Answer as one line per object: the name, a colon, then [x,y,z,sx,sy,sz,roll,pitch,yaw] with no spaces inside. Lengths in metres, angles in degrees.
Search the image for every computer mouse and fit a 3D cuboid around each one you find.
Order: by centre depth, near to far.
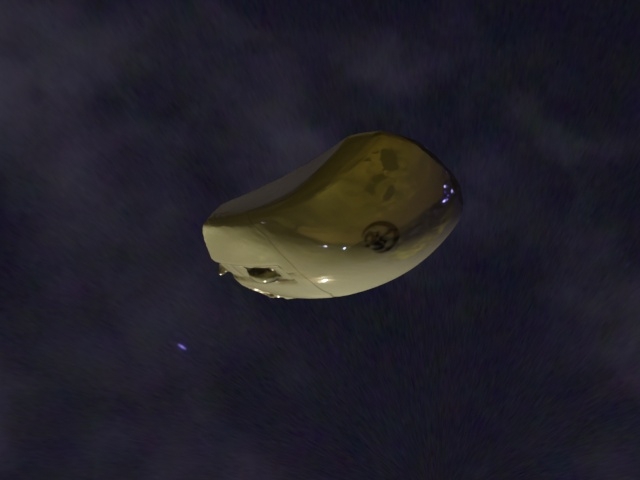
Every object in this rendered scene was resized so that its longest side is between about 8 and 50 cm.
computer mouse: [0.000,0.000,0.640,0.110,0.056,0.032,-24,-143,35]
